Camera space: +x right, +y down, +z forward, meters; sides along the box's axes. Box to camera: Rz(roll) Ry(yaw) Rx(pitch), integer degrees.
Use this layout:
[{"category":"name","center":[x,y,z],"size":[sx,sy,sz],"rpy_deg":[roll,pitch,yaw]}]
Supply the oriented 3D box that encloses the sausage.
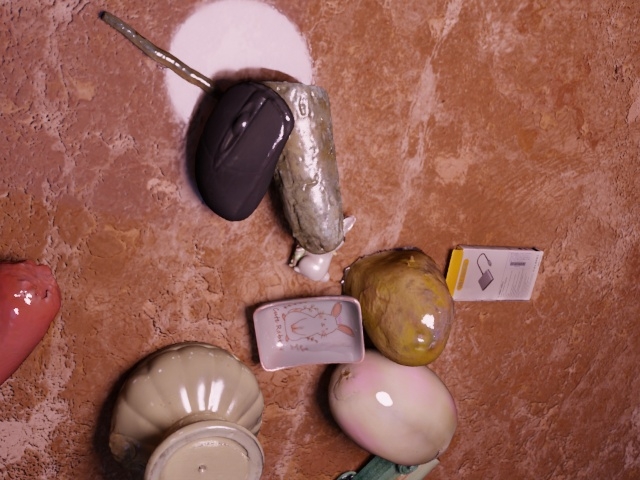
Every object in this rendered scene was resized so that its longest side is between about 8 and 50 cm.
[{"category":"sausage","center":[-0.550,0.152,1.093],"size":[0.152,0.152,0.280],"rpy_deg":[39,96,-29]}]

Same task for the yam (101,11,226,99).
[{"category":"yam","center":[-0.259,-0.303,1.097],"size":[0.234,0.029,0.027],"rpy_deg":[31,70,-27]}]

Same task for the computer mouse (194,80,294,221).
[{"category":"computer mouse","center":[-0.146,-0.139,1.114],"size":[0.086,0.137,0.270],"rpy_deg":[-31,153,-53]}]

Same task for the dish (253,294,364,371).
[{"category":"dish","center":[-0.023,0.175,1.326],"size":[0.212,0.077,0.151],"rpy_deg":[-6,113,1]}]

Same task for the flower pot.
[{"category":"flower pot","center":[-0.243,0.370,1.246],"size":[0.307,0.244,0.307],"rpy_deg":[-7,112,-18]}]

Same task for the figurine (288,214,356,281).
[{"category":"figurine","center":[0.000,0.003,1.285],"size":[0.098,0.081,0.146],"rpy_deg":[21,102,-27]}]

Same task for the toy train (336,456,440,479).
[{"category":"toy train","center":[0.162,0.568,1.564],"size":[0.285,0.116,0.177],"rpy_deg":[-45,131,0]}]

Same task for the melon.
[{"category":"melon","center":[0.158,0.356,1.407],"size":[0.317,0.223,0.223],"rpy_deg":[39,93,-29]}]

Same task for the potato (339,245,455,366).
[{"category":"potato","center":[0.177,0.139,1.310],"size":[0.229,0.266,0.229],"rpy_deg":[-6,113,-15]}]

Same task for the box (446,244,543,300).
[{"category":"box","center":[0.386,0.075,1.493],"size":[0.247,0.033,0.129],"rpy_deg":[3,110,-22]}]

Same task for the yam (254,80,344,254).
[{"category":"yam","center":[-0.025,-0.131,1.178],"size":[0.133,0.133,0.330],"rpy_deg":[-17,107,-15]}]
